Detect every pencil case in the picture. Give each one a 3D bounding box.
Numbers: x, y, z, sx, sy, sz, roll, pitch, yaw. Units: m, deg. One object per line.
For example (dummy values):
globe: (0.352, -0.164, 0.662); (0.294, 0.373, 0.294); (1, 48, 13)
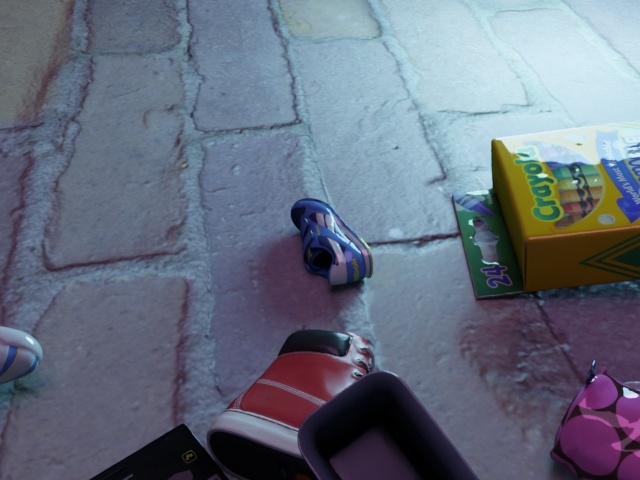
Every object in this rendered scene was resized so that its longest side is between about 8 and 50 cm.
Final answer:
pencil case: (0.302, 0.189, 0.664); (0.209, 0.095, 0.098); (30, 48, 28)

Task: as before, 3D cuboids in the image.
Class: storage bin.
storage bin: (0.047, 0.175, 0.556); (0.098, 0.091, 0.135); (-33, 67, -12)

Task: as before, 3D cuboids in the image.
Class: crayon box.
crayon box: (0.323, -0.046, 0.923); (0.323, 0.083, 0.203); (-8, 39, 5)

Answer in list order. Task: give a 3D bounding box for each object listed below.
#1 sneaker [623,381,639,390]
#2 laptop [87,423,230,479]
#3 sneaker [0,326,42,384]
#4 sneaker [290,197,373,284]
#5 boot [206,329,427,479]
sneaker: (0.348, 0.165, 0.735); (0.158, 0.061, 0.065); (17, 15, 19)
laptop: (-0.124, 0.243, 0.556); (0.234, 0.136, 0.264); (-27, 53, -30)
sneaker: (-0.374, 0.155, 0.726); (0.240, 0.091, 0.126); (-8, 58, -11)
sneaker: (0.000, 0.000, 0.925); (0.059, 0.053, 0.144); (-24, 44, -24)
boot: (0.047, 0.158, 0.708); (0.244, 0.088, 0.176); (17, 40, 25)
